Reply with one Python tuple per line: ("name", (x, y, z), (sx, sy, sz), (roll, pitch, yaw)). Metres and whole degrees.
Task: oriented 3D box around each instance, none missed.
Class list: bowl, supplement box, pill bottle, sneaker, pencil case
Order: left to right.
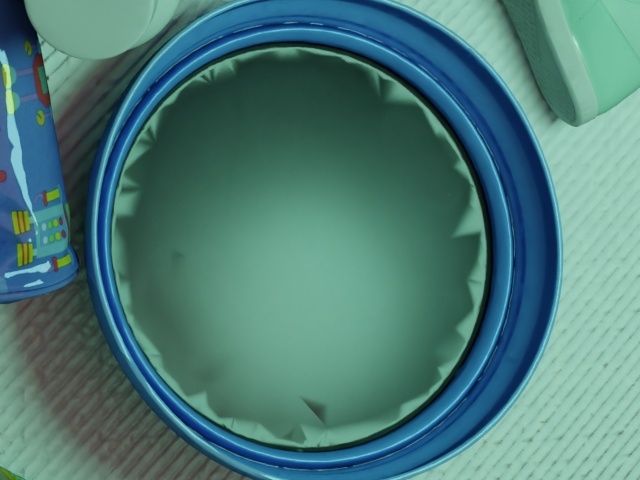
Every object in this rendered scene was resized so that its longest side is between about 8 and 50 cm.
("pencil case", (-0.260, -0.103, 1.382), (0.133, 0.119, 0.306), (-11, 100, -5))
("pill bottle", (-0.150, -0.201, 1.364), (0.117, 0.208, 0.117), (1, 113, 1))
("bowl", (0.000, 0.000, 1.504), (0.391, 0.077, 0.391), (3, 82, -22))
("supplement box", (0.026, 0.145, 1.575), (0.043, 0.055, 0.083), (3, 94, -25))
("sneaker", (0.225, -0.240, 1.614), (0.151, 0.094, 0.256), (-30, 116, -14))

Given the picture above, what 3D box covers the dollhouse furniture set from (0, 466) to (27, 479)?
("dollhouse furniture set", (-0.316, 0.304, 1.423), (0.197, 0.151, 0.301), (37, 60, -44))
